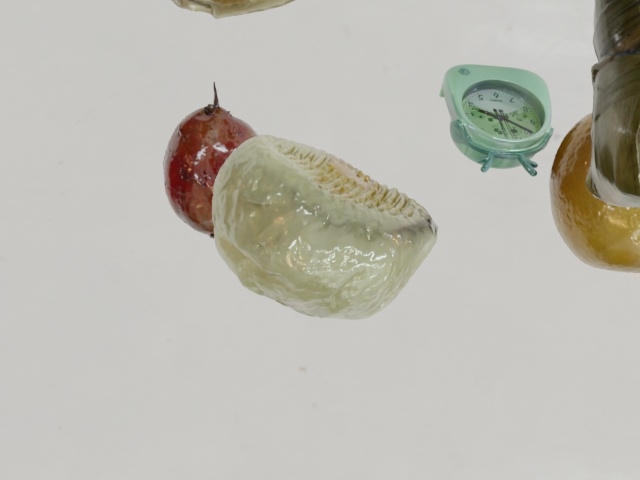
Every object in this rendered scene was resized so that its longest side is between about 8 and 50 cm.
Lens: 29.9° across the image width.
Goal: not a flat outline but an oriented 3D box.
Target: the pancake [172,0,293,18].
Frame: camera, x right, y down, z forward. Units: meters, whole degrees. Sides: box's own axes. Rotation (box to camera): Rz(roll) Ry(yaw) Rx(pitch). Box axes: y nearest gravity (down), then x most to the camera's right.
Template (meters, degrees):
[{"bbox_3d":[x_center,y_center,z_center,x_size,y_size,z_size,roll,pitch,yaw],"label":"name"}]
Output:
[{"bbox_3d":[-0.047,-0.279,0.808,0.049,0.282,0.283,23,81,-60],"label":"pancake"}]

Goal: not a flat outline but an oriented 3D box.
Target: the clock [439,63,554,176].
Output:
[{"bbox_3d":[0.259,-0.169,1.757,0.159,0.066,0.211,5,49,-6],"label":"clock"}]

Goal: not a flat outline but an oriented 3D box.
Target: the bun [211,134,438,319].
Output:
[{"bbox_3d":[0.000,0.000,1.199,0.243,0.244,0.153,18,103,-19],"label":"bun"}]

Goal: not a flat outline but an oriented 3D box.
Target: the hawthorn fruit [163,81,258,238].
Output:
[{"bbox_3d":[-0.159,-0.124,1.813,0.181,0.181,0.235,-15,109,-19],"label":"hawthorn fruit"}]

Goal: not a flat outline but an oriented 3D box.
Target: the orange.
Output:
[{"bbox_3d":[0.417,-0.069,1.628,0.236,0.236,0.236,0,91,-20],"label":"orange"}]

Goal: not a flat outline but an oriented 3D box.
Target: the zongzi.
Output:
[{"bbox_3d":[0.340,-0.163,0.951,0.260,0.123,0.289,2,86,-5],"label":"zongzi"}]
